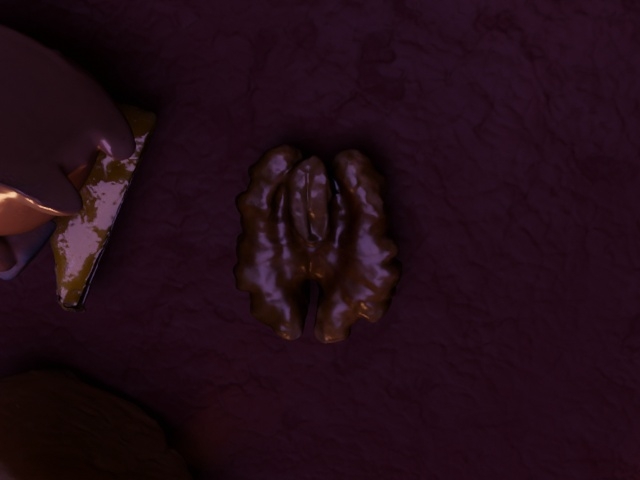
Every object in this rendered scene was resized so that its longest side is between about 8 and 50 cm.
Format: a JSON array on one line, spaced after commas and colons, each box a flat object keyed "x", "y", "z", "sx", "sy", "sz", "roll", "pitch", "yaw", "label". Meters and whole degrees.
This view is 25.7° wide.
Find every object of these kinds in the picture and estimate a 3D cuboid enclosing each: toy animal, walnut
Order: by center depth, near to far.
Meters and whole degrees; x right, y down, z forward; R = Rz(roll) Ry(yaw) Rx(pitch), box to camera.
[{"x": -0.294, "y": -0.065, "z": 1.092, "sx": 0.213, "sy": 0.195, "sz": 0.256, "roll": 41, "pitch": 135, "yaw": -11, "label": "toy animal"}, {"x": 0.000, "y": 0.000, "z": 1.163, "sx": 0.143, "sy": 0.069, "sz": 0.170, "roll": 6, "pitch": 110, "yaw": 9, "label": "walnut"}]

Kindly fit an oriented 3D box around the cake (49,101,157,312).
[{"x": -0.181, "y": -0.036, "z": 1.190, "sx": 0.116, "sy": 0.080, "sz": 0.184, "roll": -10, "pitch": 98, "yaw": 0, "label": "cake"}]

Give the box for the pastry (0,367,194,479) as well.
[{"x": -0.217, "y": 0.222, "z": 1.192, "sx": 0.265, "sy": 0.265, "sz": 0.133, "roll": 26, "pitch": 110, "yaw": -1, "label": "pastry"}]
